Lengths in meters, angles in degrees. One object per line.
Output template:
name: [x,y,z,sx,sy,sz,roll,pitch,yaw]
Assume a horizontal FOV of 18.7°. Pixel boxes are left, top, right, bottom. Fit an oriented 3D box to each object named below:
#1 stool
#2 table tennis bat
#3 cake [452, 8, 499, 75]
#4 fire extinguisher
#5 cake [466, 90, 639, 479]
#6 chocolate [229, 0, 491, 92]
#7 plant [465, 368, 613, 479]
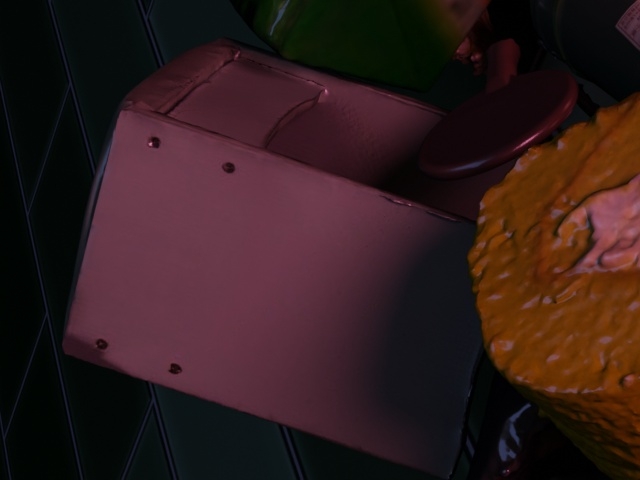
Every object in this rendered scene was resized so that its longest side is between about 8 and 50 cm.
stool: [0.000,0.000,1.271,0.243,0.269,0.170,-54,-18,-70]
table tennis bat: [0.086,-0.124,1.185,0.107,0.119,0.170,-23,22,18]
cake: [0.076,-0.164,1.508,0.116,0.079,0.185,-58,36,38]
fire extinguisher: [0.219,-0.096,1.119,0.118,0.093,0.294,-41,31,2]
cake: [0.211,0.011,0.931,0.260,0.156,0.179,-29,43,26]
chocolate: [0.054,-0.311,1.410,0.341,0.161,0.360,-55,30,14]
plant: [0.158,0.142,1.091,0.256,0.164,0.142,-93,23,-55]
